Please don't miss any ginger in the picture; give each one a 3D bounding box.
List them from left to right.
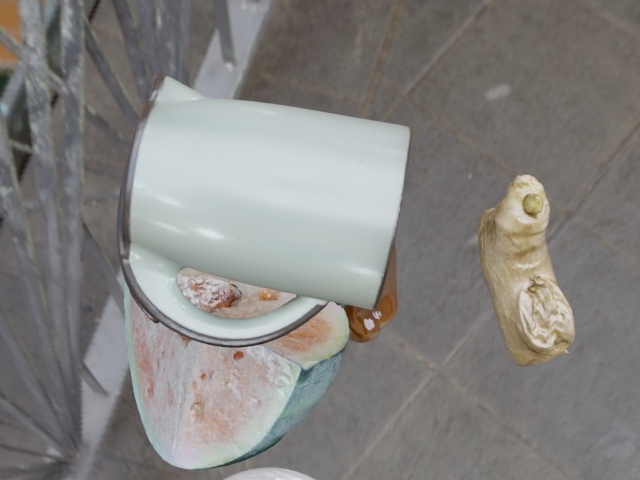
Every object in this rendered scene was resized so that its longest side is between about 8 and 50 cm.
[{"bbox_3d":[0.209,0.027,1.347,0.074,0.137,0.213,-24,110,-21],"label":"ginger"}]

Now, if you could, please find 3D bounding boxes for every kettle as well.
[{"bbox_3d":[-0.057,-0.014,1.094,0.237,0.161,0.221,11,97,-1],"label":"kettle"}]

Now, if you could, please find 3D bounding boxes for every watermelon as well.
[{"bbox_3d":[-0.086,0.129,1.347,0.175,0.188,0.322,2,25,-29],"label":"watermelon"}]

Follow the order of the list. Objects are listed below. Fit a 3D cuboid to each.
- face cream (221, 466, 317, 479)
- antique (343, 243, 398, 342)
[{"bbox_3d":[-0.062,0.377,1.525,0.206,0.111,0.206,1,45,-1],"label":"face cream"},{"bbox_3d":[0.000,0.000,1.638,0.129,0.223,0.278,-38,98,-34],"label":"antique"}]
